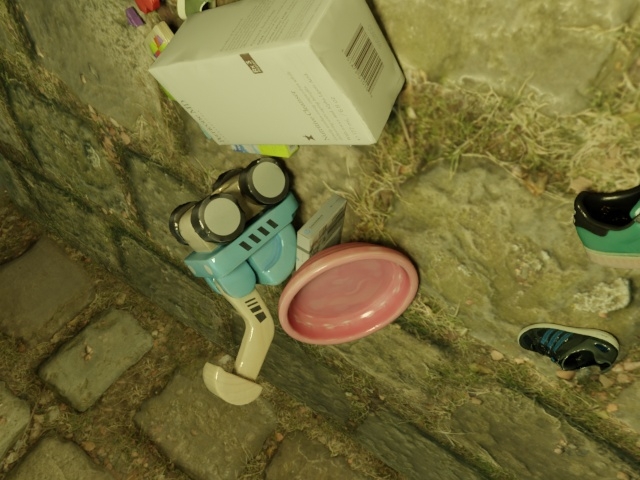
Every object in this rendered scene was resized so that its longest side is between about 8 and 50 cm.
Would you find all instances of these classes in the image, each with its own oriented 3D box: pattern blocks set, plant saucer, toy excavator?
[{"bbox_3d":[-0.314,-0.374,1.098,0.324,0.026,0.285,51,157,-6],"label":"pattern blocks set"},{"bbox_3d":[0.059,0.118,1.178,0.332,0.333,0.084,83,169,-48],"label":"plant saucer"},{"bbox_3d":[-0.175,0.093,1.189,0.222,0.433,0.445,-6,122,57],"label":"toy excavator"}]

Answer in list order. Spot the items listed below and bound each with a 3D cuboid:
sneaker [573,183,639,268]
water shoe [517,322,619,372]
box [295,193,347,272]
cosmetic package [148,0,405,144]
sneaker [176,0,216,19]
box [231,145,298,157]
[{"bbox_3d":[0.492,-0.028,0.678,0.302,0.108,0.121,-5,131,50],"label":"sneaker"},{"bbox_3d":[0.481,0.217,1.017,0.203,0.080,0.072,-12,121,51],"label":"water shoe"},{"bbox_3d":[0.000,0.000,1.182,0.038,0.145,0.186,31,148,19],"label":"box"},{"bbox_3d":[-0.081,-0.284,0.865,0.385,0.156,0.217,6,151,40],"label":"cosmetic package"},{"bbox_3d":[-0.213,-0.468,0.905,0.086,0.064,0.192,29,149,8],"label":"sneaker"},{"bbox_3d":[-0.141,-0.244,1.120,0.178,0.042,0.108,13,138,37],"label":"box"}]
